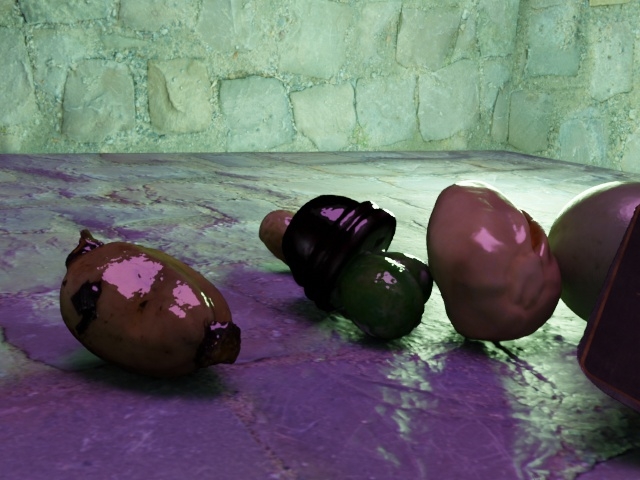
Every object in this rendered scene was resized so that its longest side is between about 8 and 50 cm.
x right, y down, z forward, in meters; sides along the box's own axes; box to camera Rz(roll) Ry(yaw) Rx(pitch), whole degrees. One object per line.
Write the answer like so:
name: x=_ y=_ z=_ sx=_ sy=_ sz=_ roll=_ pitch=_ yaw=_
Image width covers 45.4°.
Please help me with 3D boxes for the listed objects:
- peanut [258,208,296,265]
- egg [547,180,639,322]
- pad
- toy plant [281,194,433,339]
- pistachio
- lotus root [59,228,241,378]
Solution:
peanut: x=0.000 y=0.000 z=1.317 sx=0.236 sy=0.120 sz=0.110 roll=15 pitch=55 yaw=22
egg: x=0.451 y=0.034 z=1.067 sx=0.218 sy=0.218 sz=0.295 roll=-3 pitch=21 yaw=-26
pad: x=0.460 y=0.088 z=0.803 sx=0.315 sy=0.063 sz=0.375 roll=30 pitch=43 yaw=12
toy plant: x=0.062 y=0.041 z=1.088 sx=0.235 sy=0.175 sz=0.218 roll=36 pitch=18 yaw=18
pistachio: x=0.233 y=0.029 z=1.090 sx=0.187 sy=0.188 sz=0.299 roll=2 pitch=24 yaw=-4
lotus root: x=-0.205 y=0.081 z=0.875 sx=0.257 sy=0.140 sz=0.154 roll=24 pitch=8 yaw=32
